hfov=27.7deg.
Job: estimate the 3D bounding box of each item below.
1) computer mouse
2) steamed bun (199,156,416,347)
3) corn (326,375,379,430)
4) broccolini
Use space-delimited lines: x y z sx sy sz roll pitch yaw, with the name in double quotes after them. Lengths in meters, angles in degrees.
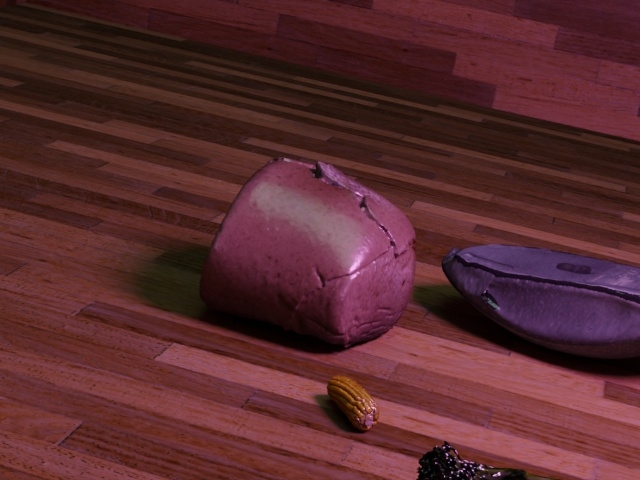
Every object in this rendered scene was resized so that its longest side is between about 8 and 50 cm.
0.334 0.089 1.745 0.374 0.114 0.203 13 18 35 "computer mouse"
0.000 0.000 1.669 0.251 0.199 0.301 16 16 15 "steamed bun"
0.035 0.174 1.405 0.037 0.037 0.092 2 16 -26 "corn"
0.184 0.249 1.269 0.201 0.058 0.074 19 25 -30 "broccolini"
